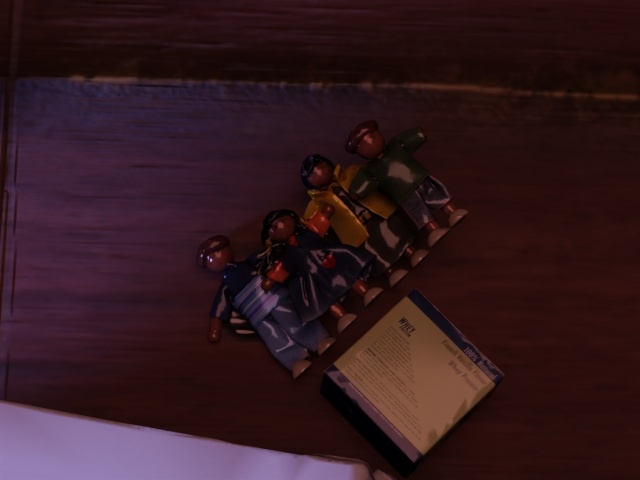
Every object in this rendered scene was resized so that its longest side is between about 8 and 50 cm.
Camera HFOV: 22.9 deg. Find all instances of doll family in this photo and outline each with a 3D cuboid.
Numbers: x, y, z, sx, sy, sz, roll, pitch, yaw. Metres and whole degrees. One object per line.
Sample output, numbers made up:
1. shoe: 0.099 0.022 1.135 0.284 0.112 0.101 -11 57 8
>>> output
1. doll family: 0.000 0.000 1.045 0.193 0.076 0.111 -43 84 -13

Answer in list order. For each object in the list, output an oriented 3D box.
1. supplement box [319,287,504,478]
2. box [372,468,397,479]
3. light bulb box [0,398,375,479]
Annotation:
1. supplement box: 0.058 0.093 1.025 0.083 0.056 0.083 -42 79 -15
2. box: -0.017 0.300 0.915 0.148 0.121 0.311 42 74 11
3. light bulb box: -0.164 0.274 0.739 0.358 0.225 0.361 7 62 18
